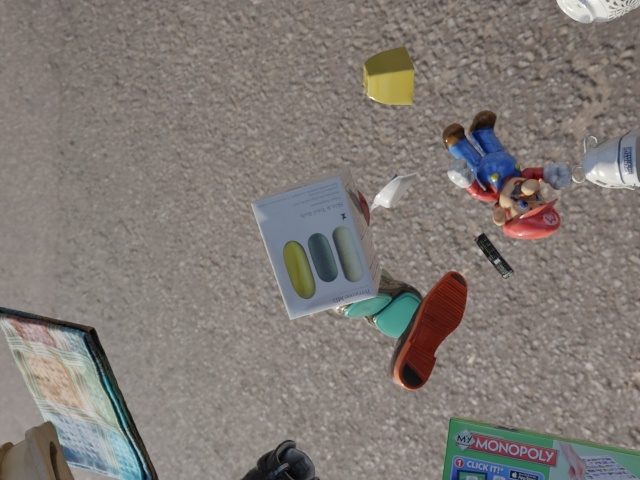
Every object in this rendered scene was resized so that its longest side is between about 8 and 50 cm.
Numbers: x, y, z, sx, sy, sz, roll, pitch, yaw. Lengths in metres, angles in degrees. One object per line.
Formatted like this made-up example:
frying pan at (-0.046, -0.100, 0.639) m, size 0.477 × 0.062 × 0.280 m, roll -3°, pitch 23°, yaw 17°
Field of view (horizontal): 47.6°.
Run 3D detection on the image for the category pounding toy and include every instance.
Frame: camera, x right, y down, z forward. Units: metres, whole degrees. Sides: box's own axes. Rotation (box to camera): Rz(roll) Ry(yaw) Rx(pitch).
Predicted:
pounding toy at (-0.337, 0.367, 1.003) m, size 0.269 × 0.155 × 0.154 m, roll 59°, pitch 171°, yaw 23°

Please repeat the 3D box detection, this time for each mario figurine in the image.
mario figurine at (0.400, -0.146, 1.536) m, size 0.198 × 0.170 × 0.320 m, roll -41°, pitch 64°, yaw 19°

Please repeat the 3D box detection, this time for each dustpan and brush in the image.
dustpan and brush at (0.177, -0.119, 1.996) m, size 0.060 × 0.147 × 0.211 m, roll 38°, pitch 112°, yaw 14°

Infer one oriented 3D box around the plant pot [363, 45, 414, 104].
plant pot at (0.124, -0.303, 1.349) m, size 0.083 × 0.081 × 0.081 m, roll -6°, pitch 135°, yaw -4°

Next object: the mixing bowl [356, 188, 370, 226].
mixing bowl at (0.029, -0.056, 1.740) m, size 0.181 × 0.181 × 0.098 m, roll 51°, pitch -177°, yaw 0°

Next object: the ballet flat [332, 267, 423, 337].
ballet flat at (0.144, 0.135, 1.927) m, size 0.164 × 0.483 × 0.182 m, roll -40°, pitch 61°, yaw 14°

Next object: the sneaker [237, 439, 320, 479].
sneaker at (-0.069, 0.415, 1.200) m, size 0.101 × 0.153 × 0.268 m, roll 51°, pitch 177°, yaw 21°

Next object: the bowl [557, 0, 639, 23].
bowl at (0.457, -0.425, 1.234) m, size 0.170 × 0.080 × 0.170 m, roll 39°, pitch -177°, yaw -2°

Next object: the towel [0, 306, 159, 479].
towel at (-0.456, 0.298, 1.347) m, size 0.272 × 0.040 × 0.370 m, roll 5°, pitch 122°, yaw 32°

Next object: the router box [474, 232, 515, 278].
router box at (0.506, 0.045, 2.112) m, size 0.038 × 0.122 × 0.092 m, roll -39°, pitch 125°, yaw 12°

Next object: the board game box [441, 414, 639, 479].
board game box at (0.305, 0.353, 0.897) m, size 0.318 × 0.046 × 0.213 m, roll 8°, pitch 84°, yaw 17°

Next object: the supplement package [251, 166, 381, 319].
supplement package at (0.000, 0.000, 1.581) m, size 0.199 × 0.198 × 0.262 m, roll -16°, pitch 99°, yaw 10°

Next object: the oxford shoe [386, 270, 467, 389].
oxford shoe at (0.215, 0.180, 1.516) m, size 0.097 × 0.271 × 0.098 m, roll 38°, pitch 163°, yaw -15°

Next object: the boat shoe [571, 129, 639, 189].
boat shoe at (0.637, -0.170, 1.606) m, size 0.157 × 0.367 × 0.135 m, roll -2°, pitch 98°, yaw 30°
